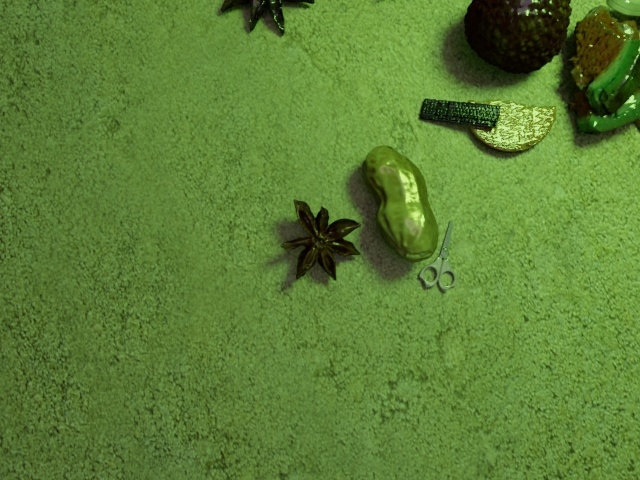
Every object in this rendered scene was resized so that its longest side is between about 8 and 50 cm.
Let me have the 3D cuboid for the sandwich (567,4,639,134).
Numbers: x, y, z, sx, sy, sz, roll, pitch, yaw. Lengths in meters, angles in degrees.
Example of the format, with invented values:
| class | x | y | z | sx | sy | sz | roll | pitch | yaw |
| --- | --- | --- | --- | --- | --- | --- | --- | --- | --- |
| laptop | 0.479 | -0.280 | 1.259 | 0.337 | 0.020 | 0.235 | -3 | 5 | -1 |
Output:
| class | x | y | z | sx | sy | sz | roll | pitch | yaw |
| --- | --- | --- | --- | --- | --- | --- | --- | --- | --- |
| sandwich | 0.734 | -0.441 | 1.017 | 0.251 | 0.162 | 0.300 | -24 | 85 | 5 |

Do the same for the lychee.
| class | x | y | z | sx | sy | sz | roll | pitch | yaw |
| --- | --- | --- | --- | --- | --- | --- | --- | --- | --- |
| lychee | 0.482 | -0.533 | 0.998 | 0.271 | 0.236 | 0.235 | 31 | 88 | -29 |

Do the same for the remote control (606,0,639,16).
| class | x | y | z | sx | sy | sz | roll | pitch | yaw |
| --- | --- | --- | --- | --- | --- | --- | --- | --- | --- |
| remote control | 0.820 | -0.601 | 1.046 | 0.222 | 0.042 | 0.078 | -9 | 56 | -20 |

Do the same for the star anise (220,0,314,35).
| class | x | y | z | sx | sy | sz | roll | pitch | yaw |
| --- | --- | --- | --- | --- | --- | --- | --- | --- | --- |
| star anise | -0.145 | -0.677 | 1.072 | 0.272 | 0.102 | 0.271 | 0 | 90 | 2 |

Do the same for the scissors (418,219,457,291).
| class | x | y | z | sx | sy | sz | roll | pitch | yaw |
| --- | --- | --- | --- | --- | --- | --- | --- | --- | --- |
| scissors | 0.321 | 0.037 | 1.075 | 0.100 | 0.015 | 0.188 | 14 | 85 | 0 |

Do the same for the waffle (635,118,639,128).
| class | x | y | z | sx | sy | sz | roll | pitch | yaw |
| --- | --- | --- | --- | --- | --- | --- | --- | --- | --- |
| waffle | 0.882 | -0.312 | 1.081 | 0.092 | 0.021 | 0.135 | -33 | 87 | -1 |

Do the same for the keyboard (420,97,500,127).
| class | x | y | z | sx | sy | sz | roll | pitch | yaw |
| --- | --- | --- | --- | --- | --- | --- | --- | --- | --- |
| keyboard | 0.361 | -0.333 | 1.070 | 0.196 | 0.018 | 0.060 | 11 | 86 | 13 |

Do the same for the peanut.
| class | x | y | z | sx | sy | sz | roll | pitch | yaw |
| --- | --- | --- | --- | --- | --- | --- | --- | --- | --- |
| peanut | 0.198 | -0.093 | 1.023 | 0.147 | 0.147 | 0.305 | -13 | 83 | 0 |

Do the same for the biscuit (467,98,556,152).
| class | x | y | z | sx | sy | sz | roll | pitch | yaw |
| --- | --- | --- | --- | --- | --- | --- | --- | --- | --- |
| biscuit | 0.493 | -0.299 | 1.077 | 0.225 | 0.033 | 0.144 | 4 | 87 | 6 |

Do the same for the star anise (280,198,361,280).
| class | x | y | z | sx | sy | sz | roll | pitch | yaw |
| --- | --- | --- | --- | --- | --- | --- | --- | --- | --- |
| star anise | 0.005 | 0.000 | 1.033 | 0.196 | 0.111 | 0.212 | -2 | 95 | 6 |
